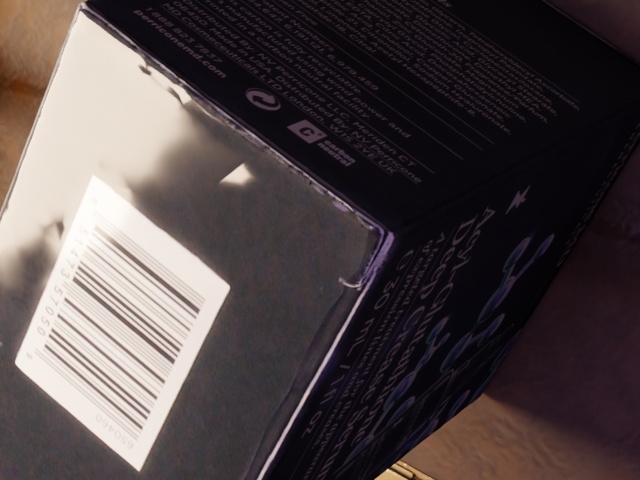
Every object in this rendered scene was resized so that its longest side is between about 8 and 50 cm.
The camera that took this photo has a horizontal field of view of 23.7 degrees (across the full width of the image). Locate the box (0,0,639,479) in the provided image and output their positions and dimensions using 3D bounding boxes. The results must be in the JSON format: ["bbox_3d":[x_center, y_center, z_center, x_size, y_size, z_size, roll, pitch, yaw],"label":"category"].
[{"bbox_3d":[0.000,0.000,0.950,0.212,0.395,0.293,37,122,17],"label":"box"}]

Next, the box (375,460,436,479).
[{"bbox_3d":[0.052,0.272,1.230,0.164,0.021,0.201,26,117,24],"label":"box"}]
